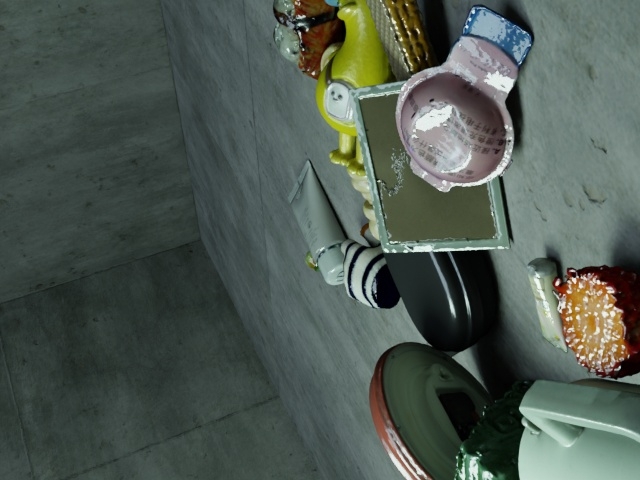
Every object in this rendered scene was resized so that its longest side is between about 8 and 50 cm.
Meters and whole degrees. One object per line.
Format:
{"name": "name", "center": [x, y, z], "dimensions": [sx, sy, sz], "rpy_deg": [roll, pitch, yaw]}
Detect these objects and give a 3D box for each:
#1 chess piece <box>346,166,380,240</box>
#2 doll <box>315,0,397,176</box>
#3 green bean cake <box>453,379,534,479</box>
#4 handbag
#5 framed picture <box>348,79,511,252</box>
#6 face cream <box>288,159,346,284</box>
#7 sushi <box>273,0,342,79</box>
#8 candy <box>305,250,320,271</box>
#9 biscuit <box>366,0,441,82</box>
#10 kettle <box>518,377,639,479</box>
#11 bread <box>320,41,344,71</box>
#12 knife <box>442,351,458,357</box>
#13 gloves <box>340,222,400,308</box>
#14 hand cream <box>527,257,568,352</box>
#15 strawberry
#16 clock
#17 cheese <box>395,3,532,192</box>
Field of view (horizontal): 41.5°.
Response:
{"name": "chess piece", "center": [0.115, -0.078, 1.604], "dimensions": [0.094, 0.094, 0.170], "rpy_deg": [44, 156, 58]}
{"name": "doll", "center": [0.072, -0.288, 1.394], "dimensions": [0.199, 0.145, 0.363], "rpy_deg": [36, 133, 45]}
{"name": "green bean cake", "center": [0.281, 0.303, 1.247], "dimensions": [0.193, 0.208, 0.107], "rpy_deg": [-142, 39, -58]}
{"name": "handbag", "center": [0.194, 0.041, 1.446], "dimensions": [0.254, 0.093, 0.308], "rpy_deg": [119, 130, -71]}
{"name": "framed picture", "center": [0.165, -0.111, 1.275], "dimensions": [0.216, 0.016, 0.273], "rpy_deg": [-2, 110, 29]}
{"name": "face cream", "center": [-0.007, -0.036, 2.029], "dimensions": [0.314, 0.089, 0.143], "rpy_deg": [64, 143, 32]}
{"name": "sushi", "center": [-0.029, -0.441, 1.581], "dimensions": [0.130, 0.124, 0.332], "rpy_deg": [51, 157, 34]}
{"name": "candy", "center": [0.000, 0.000, 2.136], "dimensions": [0.202, 0.061, 0.061], "rpy_deg": [101, 147, -45]}
{"name": "biscuit", "center": [0.105, -0.343, 1.230], "dimensions": [0.378, 0.054, 0.094], "rpy_deg": [64, 176, -31]}
{"name": "kettle", "center": [0.361, 0.232, 0.883], "dimensions": [0.265, 0.205, 0.318], "rpy_deg": [65, 164, -3]}
{"name": "bread", "center": [0.049, -0.307, 1.566], "dimensions": [0.149, 0.073, 0.122], "rpy_deg": [180, 73, -72]}
{"name": "knife", "center": [0.239, 0.201, 1.606], "dimensions": [0.230, 0.028, 0.060], "rpy_deg": [119, 142, -67]}
{"name": "gloves", "center": [0.093, 0.054, 1.736], "dimensions": [0.219, 0.131, 0.140], "rpy_deg": [29, 133, 54]}
{"name": "hand cream", "center": [0.319, 0.090, 1.192], "dimensions": [0.061, 0.039, 0.143], "rpy_deg": [36, 147, 60]}
{"name": "strawberry", "center": [0.346, 0.092, 1.003], "dimensions": [0.145, 0.086, 0.145], "rpy_deg": [162, 90, -78]}
{"name": "clock", "center": [0.214, 0.297, 1.366], "dimensions": [0.080, 0.318, 0.318], "rpy_deg": [-45, 58, 31]}
{"name": "cheese", "center": [0.194, -0.181, 1.152], "dimensions": [0.189, 0.074, 0.286], "rpy_deg": [33, 135, 14]}
